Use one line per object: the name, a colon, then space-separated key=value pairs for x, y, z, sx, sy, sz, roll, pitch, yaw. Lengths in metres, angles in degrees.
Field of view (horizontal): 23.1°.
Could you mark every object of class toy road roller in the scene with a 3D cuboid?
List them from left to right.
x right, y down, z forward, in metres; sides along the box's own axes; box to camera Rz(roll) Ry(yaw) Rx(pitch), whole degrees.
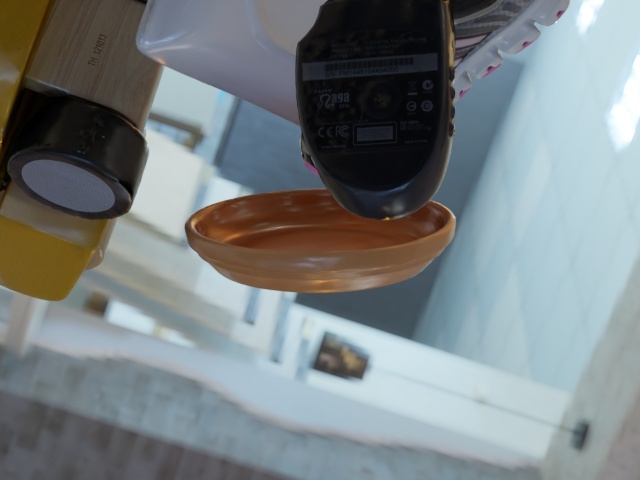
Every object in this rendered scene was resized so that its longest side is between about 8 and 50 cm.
toy road roller: x=-0.249 y=-0.115 z=1.221 sx=0.329 sy=0.241 sz=0.202 roll=128 pitch=-20 yaw=-63

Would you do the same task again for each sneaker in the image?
sneaker: x=0.045 y=-0.103 z=0.794 sx=0.170 sy=0.075 sz=0.063 roll=-40 pitch=-143 yaw=15

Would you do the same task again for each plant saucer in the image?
plant saucer: x=0.000 y=0.000 z=1.156 sx=0.200 sy=0.200 sz=0.037 roll=-94 pitch=-177 yaw=-76

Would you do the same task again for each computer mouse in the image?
computer mouse: x=0.030 y=-0.125 z=0.710 sx=0.041 sy=0.071 sz=0.242 roll=46 pitch=46 yaw=-71

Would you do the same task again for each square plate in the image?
square plate: x=0.042 y=-0.246 z=1.166 sx=0.347 sy=0.049 sz=0.344 roll=21 pitch=90 yaw=-54
